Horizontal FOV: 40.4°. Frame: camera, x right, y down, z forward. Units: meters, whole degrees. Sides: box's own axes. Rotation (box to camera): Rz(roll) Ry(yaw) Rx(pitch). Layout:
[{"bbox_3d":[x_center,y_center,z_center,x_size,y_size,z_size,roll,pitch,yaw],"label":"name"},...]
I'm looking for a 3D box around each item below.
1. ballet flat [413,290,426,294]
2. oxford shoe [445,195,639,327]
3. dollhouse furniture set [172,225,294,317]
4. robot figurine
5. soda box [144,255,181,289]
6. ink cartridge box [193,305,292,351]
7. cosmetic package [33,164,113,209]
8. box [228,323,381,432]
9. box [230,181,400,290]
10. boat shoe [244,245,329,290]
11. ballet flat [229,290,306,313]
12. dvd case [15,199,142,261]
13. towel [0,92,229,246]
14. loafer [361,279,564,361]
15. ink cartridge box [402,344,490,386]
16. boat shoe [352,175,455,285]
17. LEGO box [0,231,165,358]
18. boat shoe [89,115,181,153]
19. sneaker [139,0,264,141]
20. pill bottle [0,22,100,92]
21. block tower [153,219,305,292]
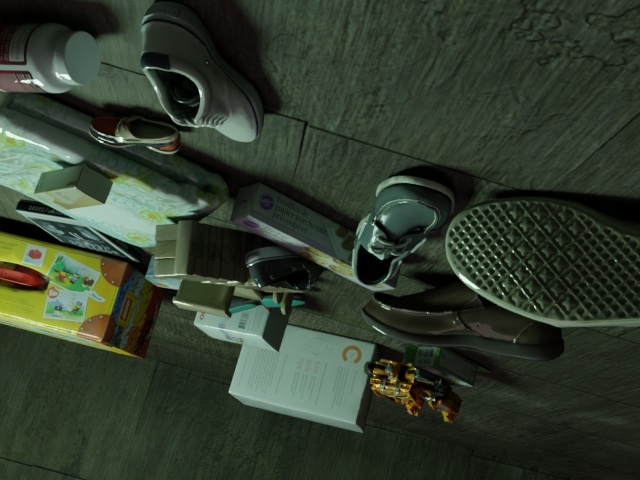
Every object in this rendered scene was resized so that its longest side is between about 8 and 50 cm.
[{"bbox_3d":[0.291,0.154,1.674,0.248,0.083,0.087,10,175,21],"label":"ballet flat"},{"bbox_3d":[0.390,0.039,1.154,0.450,0.169,0.130,7,179,21],"label":"oxford shoe"},{"bbox_3d":[-0.184,0.093,1.740,0.212,0.160,0.242,10,161,15],"label":"dollhouse furniture set"},{"bbox_3d":[0.226,0.364,2.120,0.211,0.085,0.291,4,159,34],"label":"robot figurine"},{"bbox_3d":[-0.299,0.079,1.956,0.183,0.058,0.063,6,159,24],"label":"soda box"},{"bbox_3d":[-0.176,0.166,1.999,0.176,0.128,0.127,10,161,19],"label":"ink cartridge box"},{"bbox_3d":[-0.378,-0.080,1.329,0.115,0.041,0.060,-5,152,42],"label":"cosmetic package"},{"bbox_3d":[-0.035,0.355,2.298,0.346,0.214,0.168,11,161,14],"label":"box"},{"bbox_3d":[0.000,0.000,1.477,0.324,0.063,0.067,27,156,-32],"label":"box"},{"bbox_3d":[-0.038,0.052,1.522,0.080,0.076,0.229,-25,164,32],"label":"boat shoe"},{"bbox_3d":[-0.133,0.115,1.891,0.203,0.074,0.074,-8,158,4],"label":"ballet flat"},{"bbox_3d":[-0.522,-0.018,1.902,0.179,0.029,0.238,8,160,22],"label":"dvd case"},{"bbox_3d":[-0.377,-0.103,1.444,0.375,0.090,0.321,23,161,-23],"label":"towel"},{"bbox_3d":[0.256,0.124,1.567,0.366,0.130,0.134,6,-173,18],"label":"loafer"},{"bbox_3d":[0.312,0.315,2.143,0.209,0.062,0.109,30,157,-37],"label":"ink cartridge box"},{"bbox_3d":[0.116,-0.007,1.308,0.116,0.099,0.319,18,161,-7],"label":"boat shoe"},{"bbox_3d":[-0.682,0.123,2.134,0.501,0.193,0.372,13,167,7],"label":"LEGO box"},{"bbox_3d":[-0.269,-0.159,1.259,0.137,0.049,0.043,12,158,2],"label":"boat shoe"},{"bbox_3d":[-0.148,-0.174,1.045,0.094,0.091,0.258,7,160,25],"label":"sneaker"},{"bbox_3d":[-0.351,-0.225,1.072,0.152,0.086,0.086,7,160,26],"label":"pill bottle"},{"bbox_3d":[-0.153,0.034,1.523,0.097,0.090,0.335,-3,171,31],"label":"block tower"}]
